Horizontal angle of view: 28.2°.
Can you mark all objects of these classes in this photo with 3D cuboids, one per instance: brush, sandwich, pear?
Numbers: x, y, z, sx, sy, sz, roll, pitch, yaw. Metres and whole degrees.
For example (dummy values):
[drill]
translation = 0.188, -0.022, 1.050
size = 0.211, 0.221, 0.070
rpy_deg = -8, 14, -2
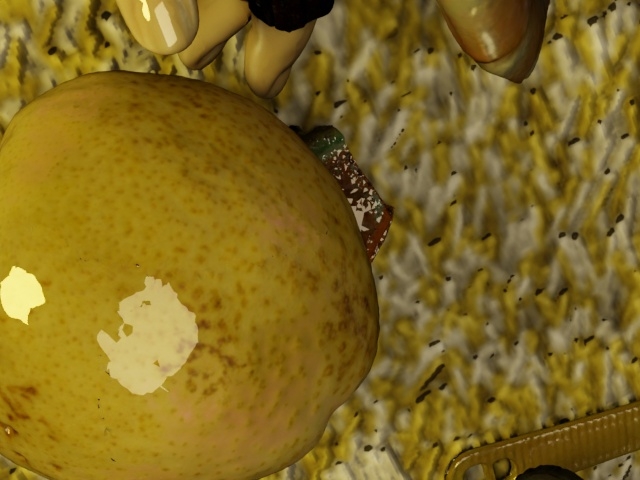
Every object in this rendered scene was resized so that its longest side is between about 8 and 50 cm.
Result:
[brush]
translation = 0.169, 0.096, 0.665
size = 0.218, 0.010, 0.082
rpy_deg = -17, 113, -5
[sandwich]
translation = -0.003, -0.003, 0.582
size = 0.069, 0.026, 0.101
rpy_deg = 14, 105, -16
[pear]
translation = -0.062, 0.022, 0.503
size = 0.178, 0.178, 0.178
rpy_deg = -4, 110, -11

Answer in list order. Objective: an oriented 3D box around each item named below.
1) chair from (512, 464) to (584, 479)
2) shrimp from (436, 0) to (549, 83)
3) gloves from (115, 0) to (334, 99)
[chair]
translation = 0.286, 0.232, 0.627
size = 0.401, 0.226, 0.226
rpy_deg = 4, 108, -14
[shrimp]
translation = 0.052, -0.203, 0.486
size = 0.058, 0.169, 0.296
rpy_deg = -10, 82, 20
[gloves]
translation = -0.039, -0.149, 0.466
size = 0.124, 0.164, 0.203
rpy_deg = -5, 127, 31
